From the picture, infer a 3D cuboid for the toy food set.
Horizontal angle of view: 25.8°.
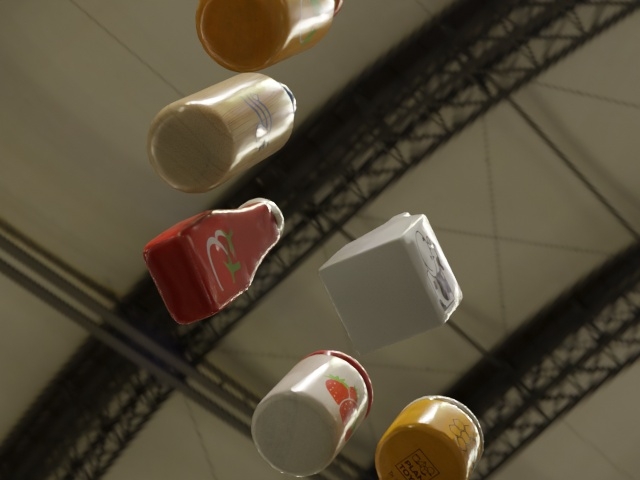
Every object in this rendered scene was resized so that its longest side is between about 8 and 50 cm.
[{"bbox_3d":[0.000,0.000,0.611,0.111,0.104,0.232,-24,-83,24],"label":"toy food set"}]
